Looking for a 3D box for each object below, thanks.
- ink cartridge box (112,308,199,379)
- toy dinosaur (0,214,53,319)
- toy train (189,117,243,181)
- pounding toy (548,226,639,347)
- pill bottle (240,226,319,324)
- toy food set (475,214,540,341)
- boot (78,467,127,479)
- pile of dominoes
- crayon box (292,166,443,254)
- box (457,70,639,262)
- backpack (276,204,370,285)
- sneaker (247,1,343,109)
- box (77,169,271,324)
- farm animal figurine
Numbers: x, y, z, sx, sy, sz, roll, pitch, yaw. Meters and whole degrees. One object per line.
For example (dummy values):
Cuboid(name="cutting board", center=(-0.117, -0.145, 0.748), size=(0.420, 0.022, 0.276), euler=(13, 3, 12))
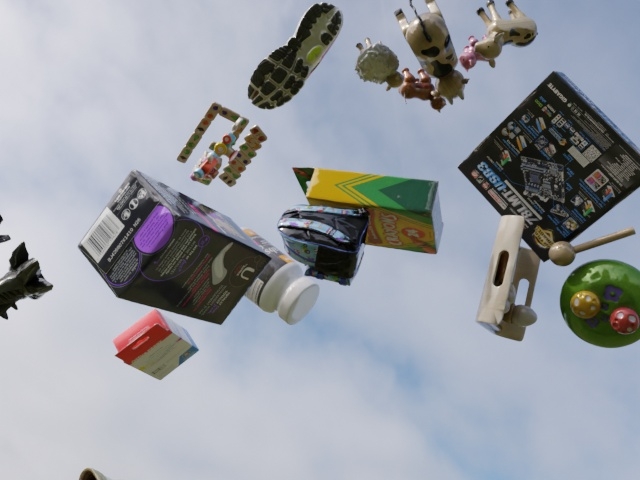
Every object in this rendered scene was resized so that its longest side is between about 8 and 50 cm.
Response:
Cuboid(name="ink cartridge box", center=(-0.421, 0.259, 1.571), size=(0.134, 0.078, 0.231), euler=(-37, -30, -5))
Cuboid(name="toy dinosaur", center=(-0.407, 0.041, 0.610), size=(0.164, 0.218, 0.322), euler=(59, -26, -6))
Cuboid(name="toy train", center=(-0.197, -0.163, 1.227), size=(0.046, 0.166, 0.125), euler=(41, -35, -14))
Cuboid(name="pounding toy", center=(0.553, 0.108, 1.224), size=(0.182, 0.110, 0.237), euler=(-15, -89, 29))
Cuboid(name="pill bottle", center=(-0.148, 0.097, 1.687), size=(0.278, 0.162, 0.162), euler=(34, -32, 23))
Cuboid(name="toy food set", center=(0.417, 0.091, 1.323), size=(0.092, 0.220, 0.306), euler=(11, -10, 26))
Cuboid(name="boot", center=(-0.387, 0.543, 1.175), size=(0.077, 0.213, 0.165), euler=(-27, -36, 0))
Cuboid(name="pile of dominoes", center=(-0.280, -0.256, 1.786), size=(0.196, 0.040, 0.251), euler=(23, -50, -27))
Cuboid(name="crayon box", center=(0.099, -0.065, 1.363), size=(0.318, 0.081, 0.202), euler=(8, -23, 19))
Cuboid(name="box", center=(0.498, -0.155, 1.340), size=(0.295, 0.073, 0.293), euler=(51, -56, 15))
Cuboid(name="backpack", center=(0.000, 0.000, 1.248), size=(0.173, 0.158, 0.117), euler=(12, -55, 8))
Cuboid(name="sneaker", center=(-0.045, -0.397, 1.387), size=(0.107, 0.118, 0.279), euler=(45, -80, 0))
Cuboid(name="box", center=(-0.238, 0.021, 1.062), size=(0.143, 0.165, 0.270), euler=(41, 5, 31))
Cuboid(name="farm animal figurine", center=(0.285, -0.401, 1.353), size=(0.330, 0.172, 0.326), euler=(-35, -33, 31))
